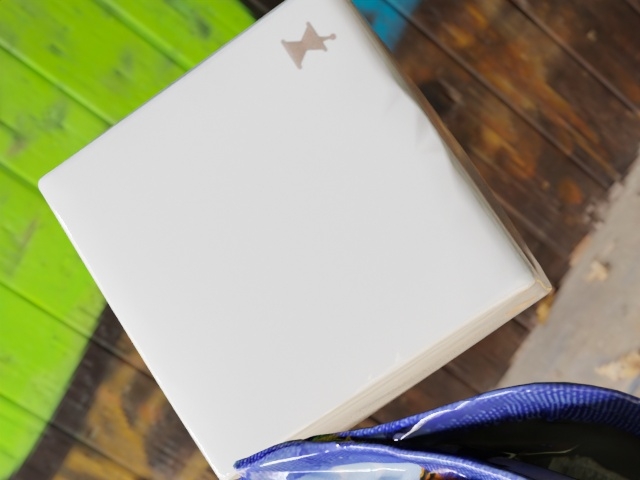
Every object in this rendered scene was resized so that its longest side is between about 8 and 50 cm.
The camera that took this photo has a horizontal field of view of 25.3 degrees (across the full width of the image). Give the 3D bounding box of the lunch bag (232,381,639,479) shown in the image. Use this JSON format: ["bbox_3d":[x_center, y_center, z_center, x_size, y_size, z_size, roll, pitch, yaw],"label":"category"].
[{"bbox_3d":[0.151,0.214,0.489,0.239,0.328,0.385,-60,29,-3],"label":"lunch bag"}]

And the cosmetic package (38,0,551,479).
[{"bbox_3d":[0.000,0.000,1.396,0.327,0.329,0.393,-34,-10,7],"label":"cosmetic package"}]
